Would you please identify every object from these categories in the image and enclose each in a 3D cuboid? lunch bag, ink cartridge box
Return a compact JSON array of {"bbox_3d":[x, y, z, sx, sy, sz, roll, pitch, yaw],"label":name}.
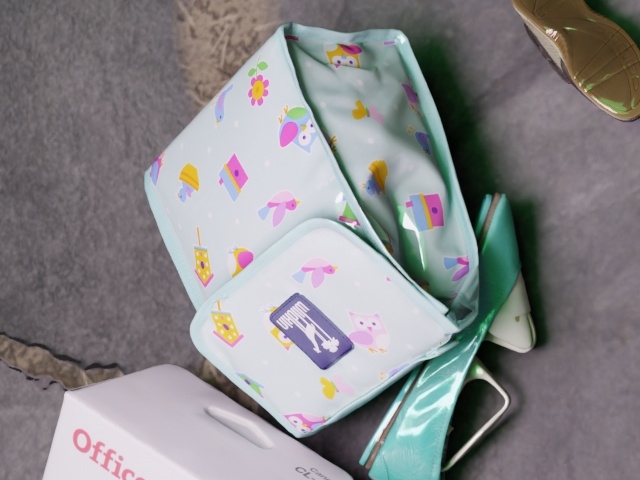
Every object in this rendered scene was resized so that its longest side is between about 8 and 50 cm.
[{"bbox_3d":[0.000,0.000,1.267,0.223,0.160,0.262,-40,62,43],"label":"lunch bag"},{"bbox_3d":[-0.123,0.286,1.310,0.226,0.131,0.306,28,113,30],"label":"ink cartridge box"}]

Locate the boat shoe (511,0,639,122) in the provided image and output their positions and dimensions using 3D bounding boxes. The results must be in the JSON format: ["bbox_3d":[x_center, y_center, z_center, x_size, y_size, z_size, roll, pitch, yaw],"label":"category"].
[{"bbox_3d":[0.203,-0.146,1.260,0.056,0.049,0.152,-34,64,2],"label":"boat shoe"}]

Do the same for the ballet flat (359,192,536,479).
[{"bbox_3d":[0.117,0.087,1.274,0.087,0.083,0.247,25,97,4],"label":"ballet flat"}]
